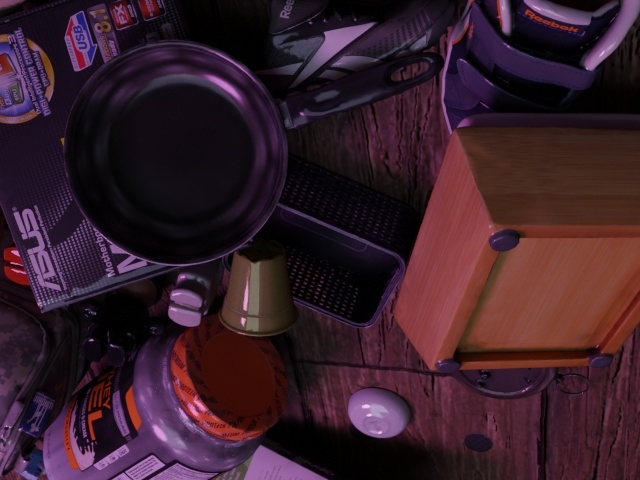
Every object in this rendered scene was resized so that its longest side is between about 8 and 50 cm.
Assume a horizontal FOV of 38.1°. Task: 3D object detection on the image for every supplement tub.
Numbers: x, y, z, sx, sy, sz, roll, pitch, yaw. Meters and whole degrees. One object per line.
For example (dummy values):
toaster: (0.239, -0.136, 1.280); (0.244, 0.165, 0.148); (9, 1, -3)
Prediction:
supplement tub: (-0.196, 0.225, 1.168); (0.193, 0.193, 0.316); (41, 128, -17)

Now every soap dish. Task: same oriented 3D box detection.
soap dish: (0.205, 0.015, 0.847); (0.229, 0.118, 0.291); (0, 144, -7)

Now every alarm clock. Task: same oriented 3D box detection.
alarm clock: (0.222, 0.132, 1.049); (0.192, 0.064, 0.129); (26, 131, -9)

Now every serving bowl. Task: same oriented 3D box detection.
serving bowl: (0.073, 0.228, 1.195); (0.083, 0.027, 0.083); (9, 131, 10)

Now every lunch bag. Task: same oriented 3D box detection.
lunch bag: (-0.435, 0.124, 1.113); (0.305, 0.256, 0.212); (23, 132, 0)

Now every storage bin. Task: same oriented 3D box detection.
storage bin: (0.000, 0.000, 0.992); (0.180, 0.084, 0.122); (23, 131, -3)

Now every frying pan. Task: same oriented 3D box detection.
frying pan: (-0.078, -0.119, 0.813); (0.326, 0.053, 0.197); (-41, 95, 6)

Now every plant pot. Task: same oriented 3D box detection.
plant pot: (-0.062, 0.042, 0.946); (0.083, 0.083, 0.079); (9, 119, 10)

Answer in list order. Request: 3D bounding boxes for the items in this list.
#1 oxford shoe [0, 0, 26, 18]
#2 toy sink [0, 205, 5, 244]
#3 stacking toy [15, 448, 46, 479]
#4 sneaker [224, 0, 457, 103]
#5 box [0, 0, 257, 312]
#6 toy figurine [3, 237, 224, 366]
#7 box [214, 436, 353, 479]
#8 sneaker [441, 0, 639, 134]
oxford shoe: (-0.320, -0.267, 0.869); (0.397, 0.140, 0.146); (-6, 158, 16)
toy sink: (-0.399, -0.079, 0.983); (0.131, 0.234, 0.152); (-2, 117, -14)
stacking toy: (-0.468, 0.318, 1.413); (0.221, 0.052, 0.167); (36, 132, -2)
sneaker: (0.006, -0.186, 0.839); (0.234, 0.078, 0.106); (-17, 124, 31)
box: (-0.202, -0.092, 0.875); (0.216, 0.060, 0.270); (-17, 97, 2)
toy figurine: (-0.215, 0.011, 1.037); (0.209, 0.148, 0.213); (-28, 114, 27)
box: (-0.039, 0.404, 1.204); (0.322, 0.232, 0.058); (21, 178, 24)
sneaker: (0.177, -0.171, 0.768); (0.126, 0.127, 0.321); (17, 133, 2)
